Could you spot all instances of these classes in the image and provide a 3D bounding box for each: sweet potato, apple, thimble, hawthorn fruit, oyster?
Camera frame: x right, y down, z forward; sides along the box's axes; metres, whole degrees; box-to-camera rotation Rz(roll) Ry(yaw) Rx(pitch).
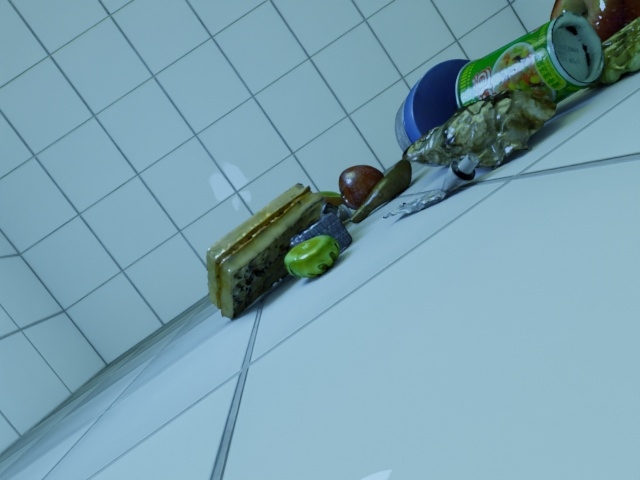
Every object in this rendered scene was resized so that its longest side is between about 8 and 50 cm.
[{"bbox_3d":[0.227,-0.174,1.369,0.346,0.079,0.108,-45,3,-25],"label":"sweet potato"},{"bbox_3d":[0.771,-0.629,1.128,0.207,0.251,0.272,-18,-12,-9],"label":"apple"},{"bbox_3d":[0.001,-0.001,1.086,0.150,0.097,0.150,-34,5,3],"label":"thimble"},{"bbox_3d":[0.036,-0.135,1.696,0.147,0.163,0.146,-25,44,-22],"label":"apple"},{"bbox_3d":[0.151,-0.188,1.480,0.173,0.172,0.173,-35,5,4],"label":"hawthorn fruit"},{"bbox_3d":[0.323,-0.219,0.890,0.198,0.133,0.337,-29,7,-23],"label":"oyster"}]

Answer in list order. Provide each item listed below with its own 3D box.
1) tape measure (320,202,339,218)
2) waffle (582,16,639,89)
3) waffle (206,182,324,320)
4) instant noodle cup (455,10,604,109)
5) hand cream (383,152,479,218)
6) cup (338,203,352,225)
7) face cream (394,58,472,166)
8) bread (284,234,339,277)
[{"bbox_3d":[-0.046,-0.052,1.466,0.236,0.120,0.197,26,92,62],"label":"tape measure"},{"bbox_3d":[0.666,-0.419,0.805,0.317,0.073,0.297,-38,3,5],"label":"waffle"},{"bbox_3d":[-0.147,0.023,1.164,0.376,0.114,0.260,-41,-19,-36],"label":"waffle"},{"bbox_3d":[0.445,-0.347,0.894,0.207,0.207,0.233,-37,8,-23],"label":"instant noodle cup"},{"bbox_3d":[0.230,-0.102,0.858,0.084,0.050,0.257,-36,-1,-34],"label":"hand cream"},{"bbox_3d":[0.064,-0.082,1.521,0.099,0.074,0.102,-36,6,-13],"label":"cup"},{"bbox_3d":[0.343,-0.339,1.158,0.249,0.248,0.225,-35,4,-2],"label":"face cream"},{"bbox_3d":[-0.019,0.040,0.957,0.139,0.071,0.130,-19,22,32],"label":"bread"}]
